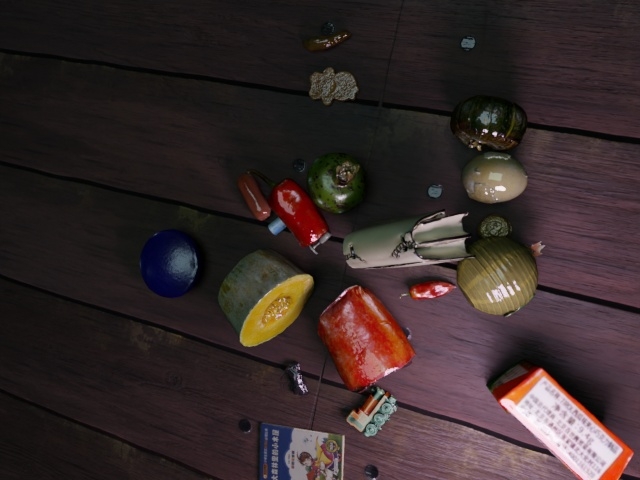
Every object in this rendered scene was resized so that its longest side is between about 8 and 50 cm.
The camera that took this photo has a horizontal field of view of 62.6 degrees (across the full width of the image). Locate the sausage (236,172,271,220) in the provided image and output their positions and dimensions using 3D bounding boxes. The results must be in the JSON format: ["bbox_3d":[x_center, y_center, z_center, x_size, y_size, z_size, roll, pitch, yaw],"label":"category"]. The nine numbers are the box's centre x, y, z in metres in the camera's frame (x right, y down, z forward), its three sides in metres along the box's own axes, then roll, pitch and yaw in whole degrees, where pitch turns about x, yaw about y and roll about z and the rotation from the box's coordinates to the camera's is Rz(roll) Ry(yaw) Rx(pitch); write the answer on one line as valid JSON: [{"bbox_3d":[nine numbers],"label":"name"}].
[{"bbox_3d":[-0.248,-0.164,1.948,0.077,0.077,0.194,-31,82,15],"label":"sausage"}]

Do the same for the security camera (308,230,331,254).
[{"bbox_3d":[0.000,0.000,1.877,0.092,0.058,0.058,-45,77,7],"label":"security camera"}]

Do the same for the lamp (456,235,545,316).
[{"bbox_3d":[0.553,0.088,1.598,0.284,0.250,0.250,-36,79,5],"label":"lamp"}]

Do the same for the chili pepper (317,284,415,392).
[{"bbox_3d":[0.140,0.333,1.764,0.251,0.229,0.305,-40,68,17],"label":"chili pepper"}]

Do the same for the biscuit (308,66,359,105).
[{"bbox_3d":[0.045,-0.552,1.877,0.184,0.027,0.133,-8,86,16],"label":"biscuit"}]

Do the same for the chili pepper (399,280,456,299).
[{"bbox_3d":[0.356,0.167,1.761,0.191,0.050,0.059,-9,84,6],"label":"chili pepper"}]

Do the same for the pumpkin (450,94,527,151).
[{"bbox_3d":[0.514,-0.353,1.618,0.238,0.238,0.159,20,101,17],"label":"pumpkin"}]

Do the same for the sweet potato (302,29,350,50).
[{"bbox_3d":[0.020,-0.708,1.873,0.182,0.054,0.053,-7,97,16],"label":"sweet potato"}]

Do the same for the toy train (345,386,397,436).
[{"bbox_3d":[0.181,0.585,1.806,0.118,0.074,0.176,36,103,18],"label":"toy train"}]

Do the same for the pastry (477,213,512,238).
[{"bbox_3d":[0.560,-0.036,1.691,0.109,0.057,0.097,8,94,19],"label":"pastry"}]

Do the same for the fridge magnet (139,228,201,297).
[{"bbox_3d":[-0.575,0.089,2.031,0.265,0.112,0.265,0,91,18],"label":"fridge magnet"}]

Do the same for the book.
[{"bbox_3d":[-0.072,0.796,1.914,0.322,0.018,0.228,1,90,18],"label":"book"}]

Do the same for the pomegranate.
[{"bbox_3d":[0.059,-0.199,1.760,0.211,0.263,0.211,1,84,-8],"label":"pomegranate"}]

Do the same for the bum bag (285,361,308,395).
[{"bbox_3d":[-0.087,0.504,1.911,0.058,0.034,0.124,-21,84,3],"label":"bum bag"}]

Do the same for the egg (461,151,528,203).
[{"bbox_3d":[0.540,-0.193,1.643,0.201,0.164,0.164,9,93,30],"label":"egg"}]

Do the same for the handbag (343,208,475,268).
[{"bbox_3d":[0.258,0.005,1.613,0.358,0.236,0.160,-12,88,59],"label":"handbag"}]

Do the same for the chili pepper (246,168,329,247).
[{"bbox_3d":[-0.111,-0.140,1.809,0.134,0.131,0.338,-37,97,4],"label":"chili pepper"}]

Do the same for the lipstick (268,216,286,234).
[{"bbox_3d":[-0.117,-0.084,1.917,0.158,0.048,0.048,-37,79,14],"label":"lipstick"}]

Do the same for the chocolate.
[{"bbox_3d":[0.674,0.515,1.511,0.360,0.341,0.161,43,92,14],"label":"chocolate"}]

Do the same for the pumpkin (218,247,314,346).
[{"bbox_3d":[-0.198,0.184,1.815,0.199,0.332,0.332,41,102,28],"label":"pumpkin"}]
